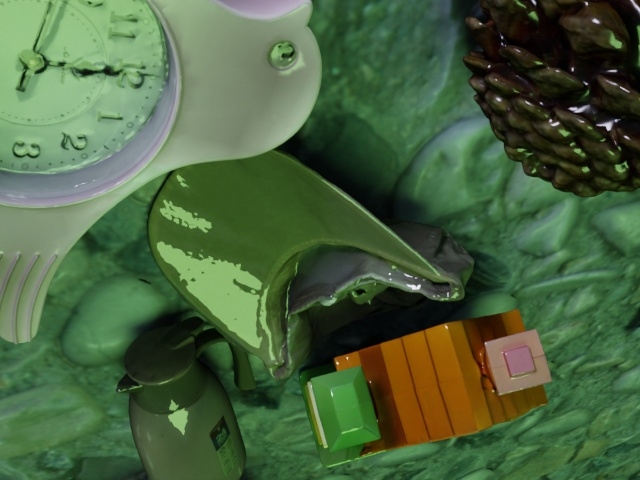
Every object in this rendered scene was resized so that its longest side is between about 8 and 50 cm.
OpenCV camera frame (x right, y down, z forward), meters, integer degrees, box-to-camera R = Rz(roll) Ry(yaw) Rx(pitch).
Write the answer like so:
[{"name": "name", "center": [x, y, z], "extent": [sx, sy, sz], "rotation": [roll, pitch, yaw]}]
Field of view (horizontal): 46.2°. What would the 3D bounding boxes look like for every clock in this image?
[{"name": "clock", "center": [0.099, 0.143, 0.707], "extent": [0.219, 0.106, 0.255], "rotation": [-14, 169, -6]}, {"name": "clock", "center": [-0.155, -0.065, 0.460], "extent": [0.275, 0.080, 0.290], "rotation": [5, 125, -26]}]

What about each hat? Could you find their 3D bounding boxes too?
[{"name": "hat", "center": [0.000, 0.000, 0.632], "extent": [0.214, 0.149, 0.245], "rotation": [-28, 106, 35]}]

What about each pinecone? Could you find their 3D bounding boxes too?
[{"name": "pinecone", "center": [0.193, -0.130, 0.471], "extent": [0.204, 0.184, 0.179], "rotation": [-46, 176, 4]}]

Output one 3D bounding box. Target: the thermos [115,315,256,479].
[{"name": "thermos", "center": [-0.126, 0.157, 0.740], "extent": [0.137, 0.105, 0.193], "rotation": [-32, 137, -26]}]
